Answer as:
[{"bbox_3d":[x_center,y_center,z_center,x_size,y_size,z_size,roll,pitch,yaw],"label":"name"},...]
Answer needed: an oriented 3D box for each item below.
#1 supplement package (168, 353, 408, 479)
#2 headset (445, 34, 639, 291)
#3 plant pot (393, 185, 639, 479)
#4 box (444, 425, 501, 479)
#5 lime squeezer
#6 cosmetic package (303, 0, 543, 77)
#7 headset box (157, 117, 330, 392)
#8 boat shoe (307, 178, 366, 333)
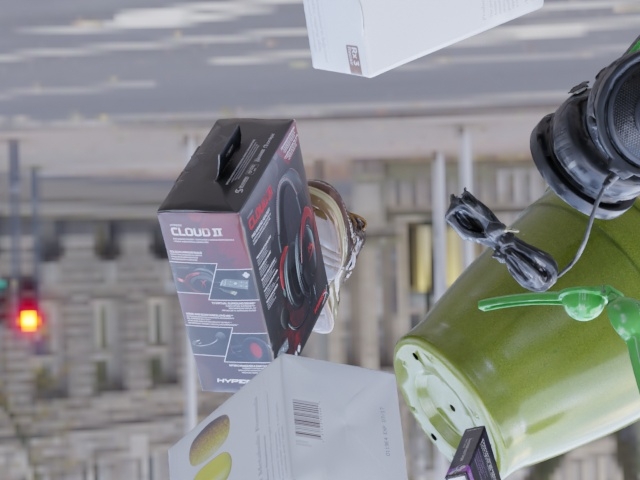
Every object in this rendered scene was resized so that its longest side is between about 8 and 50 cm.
[{"bbox_3d":[-0.038,0.232,1.749,0.134,0.139,0.244,13,145,-29],"label":"supplement package"},{"bbox_3d":[0.281,-0.120,1.748,0.185,0.394,0.243,35,156,-6],"label":"headset"},{"bbox_3d":[0.305,0.147,2.443,0.353,0.366,0.366,-32,-168,-22],"label":"plant pot"},{"bbox_3d":[0.177,0.286,1.963,0.029,0.116,0.162,-14,-170,15],"label":"box"},{"bbox_3d":[0.304,0.098,1.958,0.059,0.110,0.310,4,-158,-40],"label":"lime squeezer"},{"bbox_3d":[0.092,-0.236,1.574,0.231,0.117,0.085,-23,-155,-35],"label":"cosmetic package"},{"bbox_3d":[-0.090,0.005,2.120,0.110,0.293,0.218,1,-147,19],"label":"headset box"},{"bbox_3d":[0.000,0.000,2.434,0.123,0.123,0.342,21,151,15],"label":"boat shoe"}]
